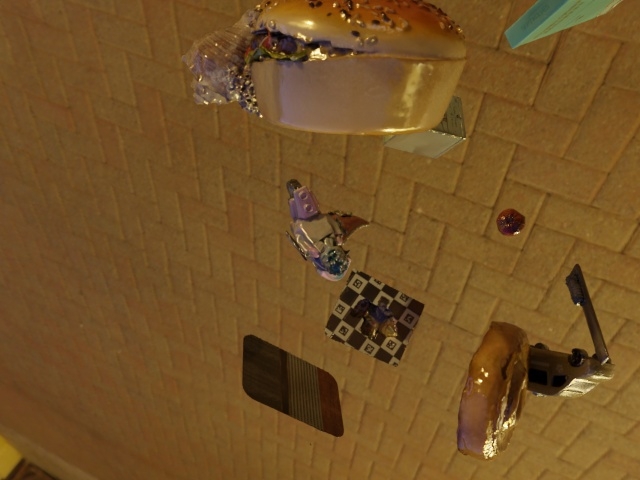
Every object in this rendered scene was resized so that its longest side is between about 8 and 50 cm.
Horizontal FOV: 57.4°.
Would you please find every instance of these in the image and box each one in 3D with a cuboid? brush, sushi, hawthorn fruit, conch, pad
[{"bbox_3d":[0.468,0.126,1.035,0.027,0.190,0.034,0,144,-1],"label":"brush"},{"bbox_3d":[0.138,0.201,1.504,0.210,0.193,0.040,24,172,13],"label":"sushi"},{"bbox_3d":[0.471,-0.042,1.450,0.077,0.077,0.077,23,144,18],"label":"hawthorn fruit"},{"bbox_3d":[-0.106,-0.293,0.945,0.245,0.178,0.163,-38,96,23],"label":"conch"},{"bbox_3d":[-0.029,0.317,1.096,0.250,0.055,0.323,32,-172,-26],"label":"pad"}]

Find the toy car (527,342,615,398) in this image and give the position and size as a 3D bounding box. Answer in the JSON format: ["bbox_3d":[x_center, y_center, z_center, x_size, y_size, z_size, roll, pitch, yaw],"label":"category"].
[{"bbox_3d":[0.532,0.299,1.332,0.101,0.124,0.256,14,173,-29],"label":"toy car"}]

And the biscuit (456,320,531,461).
[{"bbox_3d":[0.378,0.322,1.234,0.102,0.296,0.296,13,141,32],"label":"biscuit"}]

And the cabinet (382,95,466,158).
[{"bbox_3d":[0.306,-0.360,1.761,0.206,0.145,0.150,8,159,-28],"label":"cabinet"}]

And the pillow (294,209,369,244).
[{"bbox_3d":[0.031,-0.038,1.695,0.171,0.179,0.075,6,117,28],"label":"pillow"}]

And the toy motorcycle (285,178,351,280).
[{"bbox_3d":[0.005,-0.003,1.193,0.239,0.108,0.204,51,176,-26],"label":"toy motorcycle"}]

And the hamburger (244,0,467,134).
[{"bbox_3d":[0.040,-0.243,0.765,0.300,0.300,0.176,15,115,27],"label":"hamburger"}]

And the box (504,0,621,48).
[{"bbox_3d":[0.450,-0.412,0.994,0.041,0.229,0.162,65,163,3],"label":"box"}]
